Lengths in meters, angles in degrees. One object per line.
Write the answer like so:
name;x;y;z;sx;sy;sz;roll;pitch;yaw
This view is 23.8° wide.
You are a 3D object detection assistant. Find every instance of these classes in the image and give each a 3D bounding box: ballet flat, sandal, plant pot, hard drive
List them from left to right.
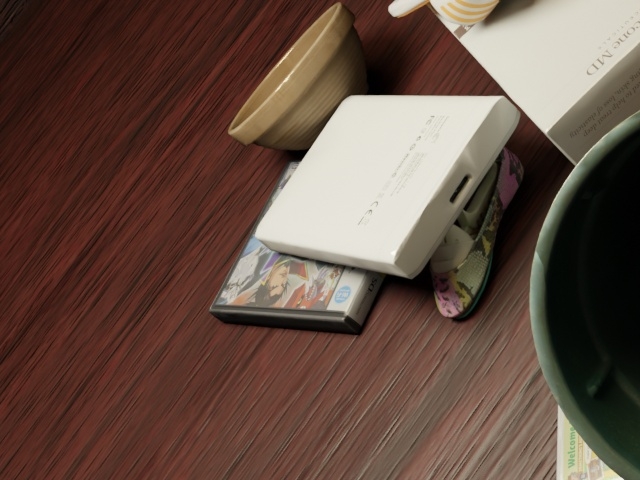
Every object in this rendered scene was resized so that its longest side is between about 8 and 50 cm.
plant pot;-0.011;-0.203;2.078;0.237;0.110;0.237;-48;11;13
hard drive;0.071;-0.074;1.836;0.233;0.047;0.353;-56;26;-12
sandal;0.169;-0.292;1.761;0.102;0.076;0.265;-45;10;-18
ballet flat;0.169;-0.019;1.750;0.077;0.079;0.221;-1;56;47
plant pot;0.368;0.006;1.218;0.341;0.341;0.334;-31;5;25

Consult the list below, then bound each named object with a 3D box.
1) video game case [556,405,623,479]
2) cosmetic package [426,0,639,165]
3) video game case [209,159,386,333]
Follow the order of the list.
video game case;0.316;0.143;1.471;0.193;0.023;0.212;-23;42;33
cosmetic package;0.297;-0.236;1.750;0.217;0.156;0.385;-45;33;8
video game case;0.000;0.000;1.961;0.275;0.035;0.248;1;58;49
